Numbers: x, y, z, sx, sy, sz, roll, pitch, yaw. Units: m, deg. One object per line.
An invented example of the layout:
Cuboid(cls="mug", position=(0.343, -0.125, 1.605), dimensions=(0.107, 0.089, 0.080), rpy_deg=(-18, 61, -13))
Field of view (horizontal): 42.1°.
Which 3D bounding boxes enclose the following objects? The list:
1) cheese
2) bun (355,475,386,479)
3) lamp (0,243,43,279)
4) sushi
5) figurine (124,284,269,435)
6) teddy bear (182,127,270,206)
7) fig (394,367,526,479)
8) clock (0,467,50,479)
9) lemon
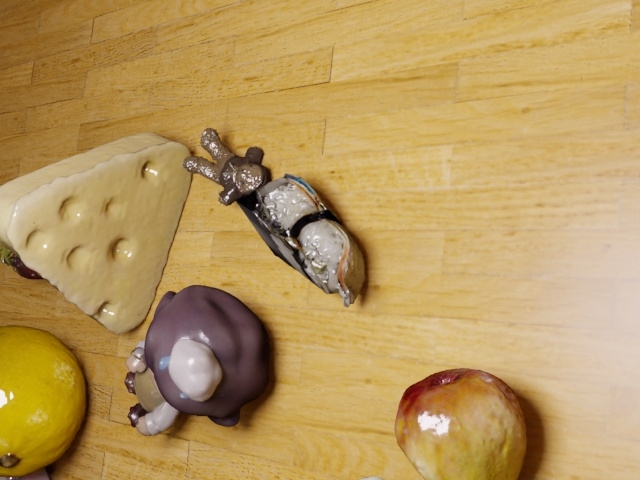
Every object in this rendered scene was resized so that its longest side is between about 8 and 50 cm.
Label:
Cuboid(cls="cheese", position=(-0.420, -0.025, 1.486), dimensions=(0.104, 0.384, 0.383), rpy_deg=(24, 98, 37))
Cuboid(cls="bun", position=(0.082, 0.427, 1.090), dimensions=(0.231, 0.133, 0.230), rpy_deg=(-7, 77, 33))
Cuboid(cls="lamp", position=(-0.623, 0.008, 1.804), dimensions=(0.156, 0.135, 0.157), rpy_deg=(9, 85, 42))
Cuboid(cls="sushi", position=(-0.002, -0.008, 1.272), dimensions=(0.109, 0.134, 0.273), rpy_deg=(-43, 38, -11))
Cuboid(cls="figurine", position=(-0.243, 0.207, 1.378), dimensions=(0.365, 0.206, 0.218), rpy_deg=(-27, 51, 37))
Cuboid(cls="teddy bear", position=(-0.155, -0.120, 1.457), dimensions=(0.160, 0.078, 0.119), rpy_deg=(29, 79, 25))
Cuboid(cls="fig", position=(0.198, 0.285, 1.031), dimensions=(0.159, 0.159, 0.257), rpy_deg=(-27, 84, 35))
Cuboid(cls="clock", position=(-0.711, 0.540, 1.795), dimensions=(0.322, 0.113, 0.295), rpy_deg=(-53, 52, 22))
Cuboid(cls="lemon", position=(-0.603, 0.309, 1.631), dimensions=(0.297, 0.297, 0.296), rpy_deg=(-10, 75, 40))
